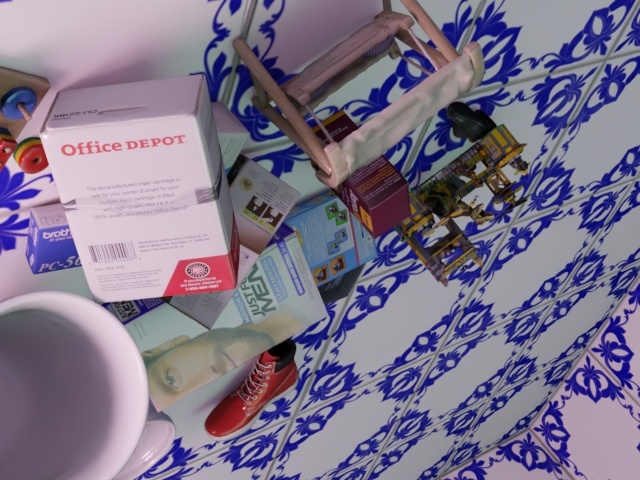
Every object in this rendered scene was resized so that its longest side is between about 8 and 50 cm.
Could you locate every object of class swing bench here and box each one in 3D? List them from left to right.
[{"bbox_3d":[0.057,-0.226,1.505,0.253,0.254,0.165,-35,153,-9],"label":"swing bench"}]

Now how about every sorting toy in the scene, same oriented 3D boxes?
[{"bbox_3d":[-0.407,-0.144,1.276,0.132,0.046,0.274,-51,150,20],"label":"sorting toy"}]

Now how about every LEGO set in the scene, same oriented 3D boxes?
[{"bbox_3d":[0.292,-0.053,2.067,0.331,0.192,0.255,-36,173,-15],"label":"LEGO set"}]

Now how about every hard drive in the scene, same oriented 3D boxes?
[{"bbox_3d":[-0.023,0.068,2.062,0.255,0.054,0.172,-13,142,-40],"label":"hard drive"}]

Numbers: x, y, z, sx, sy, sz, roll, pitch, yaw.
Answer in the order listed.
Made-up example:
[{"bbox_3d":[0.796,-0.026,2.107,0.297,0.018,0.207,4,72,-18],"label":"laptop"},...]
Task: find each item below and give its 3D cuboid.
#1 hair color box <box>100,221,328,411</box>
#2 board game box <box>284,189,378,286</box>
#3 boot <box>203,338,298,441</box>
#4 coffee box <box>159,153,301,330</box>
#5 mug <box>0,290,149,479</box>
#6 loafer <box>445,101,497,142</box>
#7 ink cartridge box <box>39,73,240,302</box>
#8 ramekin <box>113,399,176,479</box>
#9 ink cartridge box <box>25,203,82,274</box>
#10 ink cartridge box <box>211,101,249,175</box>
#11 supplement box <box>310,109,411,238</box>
[{"bbox_3d":[-0.174,0.119,1.798,0.339,0.110,0.185,-28,121,-11],"label":"hair color box"},{"bbox_3d":[0.000,0.000,1.937,0.211,0.039,0.160,-26,122,-26],"label":"board game box"},{"bbox_3d":[-0.149,0.306,2.234,0.244,0.088,0.176,-37,153,-23],"label":"boot"},{"bbox_3d":[-0.146,-0.002,1.630,0.246,0.098,0.141,-56,-167,0],"label":"coffee box"},{"bbox_3d":[-0.471,0.202,1.463,0.374,0.276,0.328,30,155,-28],"label":"mug"},{"bbox_3d":[0.276,-0.216,2.008,0.061,0.062,0.170,-46,151,19],"label":"loafer"},{"bbox_3d":[-0.223,-0.064,1.379,0.197,0.114,0.273,-6,127,3],"label":"ink cartridge box"},{"bbox_3d":[-0.385,0.365,1.996,0.207,0.109,0.207,-30,152,-18],"label":"ramekin"},{"bbox_3d":[-0.318,-0.014,1.549,0.207,0.046,0.097,-10,141,-29],"label":"ink cartridge box"},{"bbox_3d":[-0.229,-0.123,1.496,0.231,0.078,0.134,-7,138,-46],"label":"ink cartridge box"},{"bbox_3d":[0.062,-0.109,1.759,0.081,0.188,0.104,-34,152,-11],"label":"supplement box"}]
